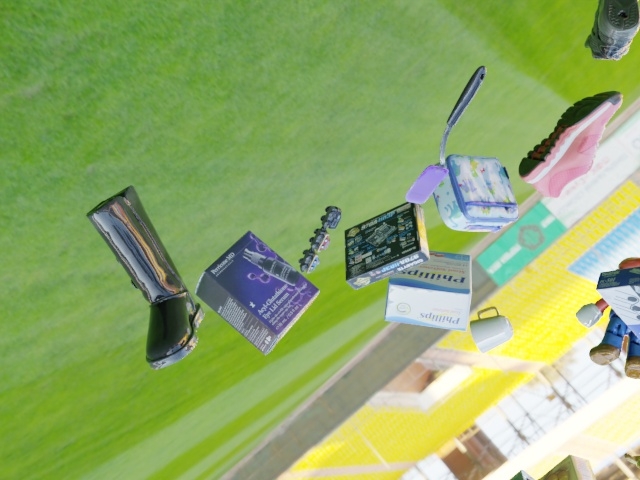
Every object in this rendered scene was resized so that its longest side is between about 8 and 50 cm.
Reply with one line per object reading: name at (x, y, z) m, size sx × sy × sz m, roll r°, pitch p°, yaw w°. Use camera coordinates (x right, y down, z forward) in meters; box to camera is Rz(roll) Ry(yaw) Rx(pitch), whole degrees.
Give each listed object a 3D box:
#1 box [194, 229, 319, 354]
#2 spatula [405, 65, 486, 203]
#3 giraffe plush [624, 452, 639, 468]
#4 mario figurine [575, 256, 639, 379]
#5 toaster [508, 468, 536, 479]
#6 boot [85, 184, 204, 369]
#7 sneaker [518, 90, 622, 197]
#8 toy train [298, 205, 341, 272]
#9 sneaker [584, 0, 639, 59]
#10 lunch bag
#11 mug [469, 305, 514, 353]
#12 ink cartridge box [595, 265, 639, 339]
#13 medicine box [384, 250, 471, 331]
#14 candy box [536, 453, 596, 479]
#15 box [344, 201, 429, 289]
box at (-0.134, 0.109, 1.408) m, size 0.153 × 0.207 × 0.108 m, roll -47°, pitch 175°, yaw -36°
spatula at (0.249, -0.201, 1.305) m, size 0.084 × 0.030 × 0.296 m, roll 3°, pitch 115°, yaw -48°
giraffe plush at (0.823, 0.483, 1.518) m, size 0.170 × 0.181 × 0.210 m, roll -56°, pitch 175°, yaw 0°
mario figurine at (0.758, 0.184, 1.636) m, size 0.170 × 0.198 × 0.320 m, roll -20°, pitch -145°, yaw 55°
toaster at (0.376, 0.511, 1.152) m, size 0.110 × 0.168 × 0.185 m, roll -48°, pitch 180°, yaw 12°
boot at (-0.493, 0.093, 1.849) m, size 0.146 × 0.445 × 0.367 m, roll -23°, pitch -164°, yaw 3°
sneaker at (0.642, -0.237, 1.675) m, size 0.314 × 0.136 × 0.116 m, roll -46°, pitch -163°, yaw 5°
toy train at (0.000, 0.000, 1.262) m, size 0.036 × 0.027 × 0.158 m, roll 5°, pitch 127°, yaw -33°
sneaker at (0.541, -0.424, 1.237) m, size 0.130 × 0.087 × 0.227 m, roll 87°, pitch 16°, yaw -62°
lunch bag at (0.362, -0.107, 1.556) m, size 0.219 × 0.176 × 0.090 m, roll 1°, pitch 159°, yaw -39°
mug at (0.307, 0.156, 1.199) m, size 0.064 × 0.078 × 0.062 m, roll -25°, pitch 161°, yaw 23°
ink cartridge box at (0.619, 0.131, 1.255) m, size 0.097 × 0.207 × 0.046 m, roll -16°, pitch -142°, yaw 52°
medicine box at (0.362, 0.156, 2.225) m, size 0.289 × 0.263 × 0.149 m, roll -64°, pitch 159°, yaw -64°
candy box at (0.776, 0.841, 2.032) m, size 0.316 × 0.087 × 0.183 m, roll -89°, pitch -157°, yaw -51°
box at (0.164, 0.011, 1.712) m, size 0.220 × 0.175 × 0.051 m, roll -25°, pitch 134°, yaw 26°
